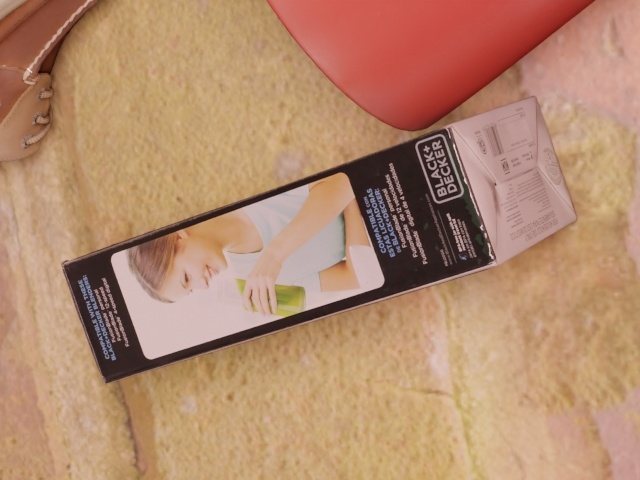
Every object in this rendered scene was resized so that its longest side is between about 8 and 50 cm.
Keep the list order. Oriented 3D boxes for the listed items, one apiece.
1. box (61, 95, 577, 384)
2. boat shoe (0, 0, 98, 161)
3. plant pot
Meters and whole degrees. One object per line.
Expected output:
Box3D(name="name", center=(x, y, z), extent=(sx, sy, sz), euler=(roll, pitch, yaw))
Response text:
Box3D(name="box", center=(0.000, 0.000, 1.012), extent=(0.290, 0.169, 0.087), euler=(-18, 92, 27))
Box3D(name="boat shoe", center=(-0.251, -0.118, 1.161), extent=(0.324, 0.123, 0.116), euler=(-35, 116, 18))
Box3D(name="plant pot", center=(0.092, -0.236, 0.876), extent=(0.243, 0.275, 0.275), euler=(-28, 85, 24))
